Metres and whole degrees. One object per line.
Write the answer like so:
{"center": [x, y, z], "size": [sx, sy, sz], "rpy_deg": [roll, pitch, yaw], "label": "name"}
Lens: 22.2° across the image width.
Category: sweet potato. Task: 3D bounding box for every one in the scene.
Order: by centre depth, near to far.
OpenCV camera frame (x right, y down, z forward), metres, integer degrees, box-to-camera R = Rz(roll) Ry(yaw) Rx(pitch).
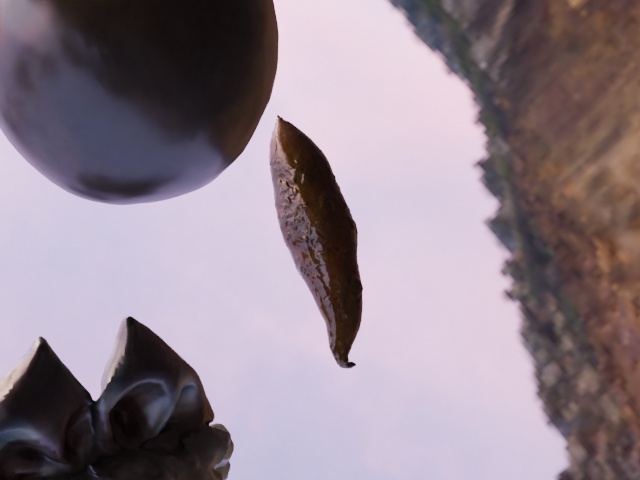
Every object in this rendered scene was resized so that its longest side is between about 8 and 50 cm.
{"center": [0.000, 0.000, 1.279], "size": [0.060, 0.068, 0.206], "rpy_deg": [-13, -97, -14], "label": "sweet potato"}

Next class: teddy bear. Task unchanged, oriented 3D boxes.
{"center": [-0.100, 0.298, 1.022], "size": [0.327, 0.362, 0.375], "rpy_deg": [-16, -120, -25], "label": "teddy bear"}

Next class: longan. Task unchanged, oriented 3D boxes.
{"center": [-0.101, -0.102, 0.890], "size": [0.167, 0.167, 0.187], "rpy_deg": [49, -178, 5], "label": "longan"}
